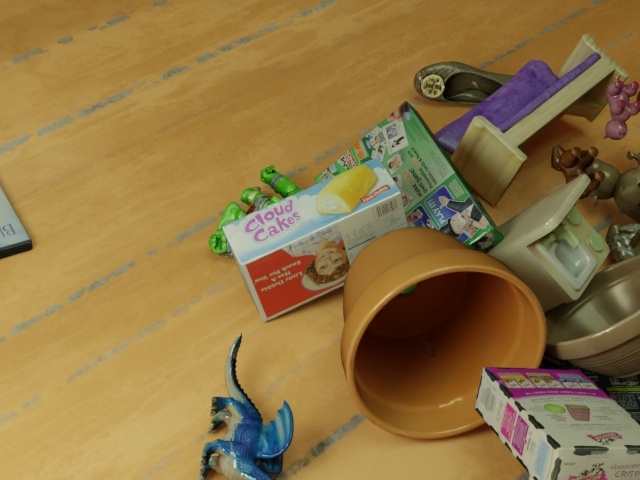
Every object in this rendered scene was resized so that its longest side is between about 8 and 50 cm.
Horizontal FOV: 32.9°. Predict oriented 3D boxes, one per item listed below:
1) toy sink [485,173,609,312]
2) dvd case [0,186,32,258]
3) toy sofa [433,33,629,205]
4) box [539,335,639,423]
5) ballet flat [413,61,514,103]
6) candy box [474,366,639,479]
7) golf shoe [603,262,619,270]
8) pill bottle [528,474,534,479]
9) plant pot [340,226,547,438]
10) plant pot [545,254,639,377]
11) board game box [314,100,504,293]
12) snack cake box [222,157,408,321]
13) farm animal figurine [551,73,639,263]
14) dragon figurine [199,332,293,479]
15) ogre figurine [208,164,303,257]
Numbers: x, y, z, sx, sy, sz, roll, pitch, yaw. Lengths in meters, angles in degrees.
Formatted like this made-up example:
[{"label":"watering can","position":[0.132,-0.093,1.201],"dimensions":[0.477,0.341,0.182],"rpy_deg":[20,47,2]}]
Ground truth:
[{"label":"toy sink","position":[0.350,0.026,1.692],"dimensions":[0.131,0.234,0.153],"rpy_deg":[48,48,-4]},{"label":"dvd case","position":[-0.594,-0.048,1.737],"dimensions":[0.180,0.022,0.253],"rpy_deg":[-18,52,-27]},{"label":"toy sofa","position":[0.383,-0.244,1.998],"dimensions":[0.362,0.150,0.177],"rpy_deg":[-37,75,-31]},{"label":"box","position":[0.460,0.229,1.652],"dimensions":[0.270,0.060,0.216],"rpy_deg":[1,45,-11]},{"label":"ballet flat","position":[0.307,-0.298,2.135],"dimensions":[0.250,0.084,0.058],"rpy_deg":[6,34,-14]},{"label":"candy box","position":[0.325,0.249,1.435],"dimensions":[0.159,0.071,0.233],"rpy_deg":[3,17,-17]},{"label":"golf shoe","position":[0.604,0.098,1.791],"dimensions":[0.306,0.115,0.140],"rpy_deg":[20,36,-2]},{"label":"pill bottle","position":[0.402,0.363,1.454],"dimensions":[0.229,0.131,0.131],"rpy_deg":[8,45,-4]},{"label":"plant pot","position":[0.153,0.111,1.571],"dimensions":[0.291,0.291,0.203],"rpy_deg":[-3,30,-14]},{"label":"plant pot","position":[0.449,0.125,1.596],"dimensions":[0.237,0.237,0.109],"rpy_deg":[-42,103,-40]},{"label":"board game box","position":[0.136,-0.057,1.784],"dimensions":[0.046,0.213,0.317],"rpy_deg":[33,23,-48]},{"label":"snack cake box","position":[0.000,0.000,1.664],"dimensions":[0.264,0.152,0.089],"rpy_deg":[-25,51,-7]},{"label":"farm animal figurine","position":[0.567,-0.116,1.937],"dimensions":[0.330,0.172,0.326],"rpy_deg":[-34,82,-22]},{"label":"dragon figurine","position":[-0.084,0.269,1.480],"dimensions":[0.144,0.085,0.289],"rpy_deg":[9,45,-3]},{"label":"ogre figurine","position":[-0.089,-0.039,1.783],"dimensions":[0.118,0.096,0.197],"rpy_deg":[19,32,24]}]
